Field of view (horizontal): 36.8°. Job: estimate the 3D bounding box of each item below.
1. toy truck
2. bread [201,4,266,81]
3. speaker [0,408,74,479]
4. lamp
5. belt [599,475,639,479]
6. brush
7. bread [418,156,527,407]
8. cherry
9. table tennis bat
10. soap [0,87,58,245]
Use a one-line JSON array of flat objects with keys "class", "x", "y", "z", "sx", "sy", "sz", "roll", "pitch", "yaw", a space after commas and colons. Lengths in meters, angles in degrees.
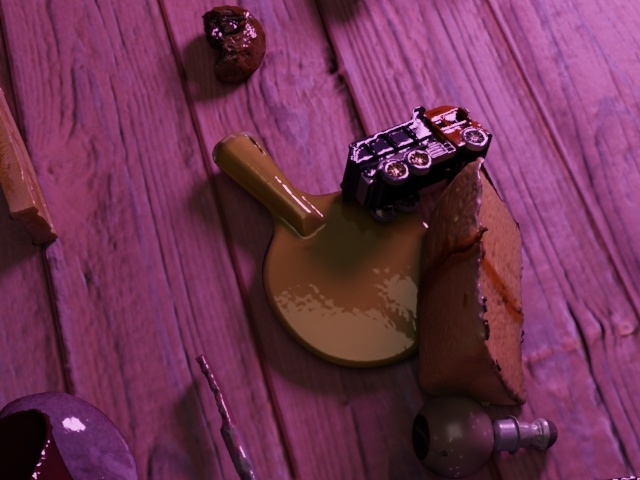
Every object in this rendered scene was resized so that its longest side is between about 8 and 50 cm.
[{"class": "toy truck", "x": 0.113, "y": -0.099, "z": 1.183, "sx": 0.192, "sy": 0.083, "sz": 0.092, "roll": -23, "pitch": 58, "yaw": -25}, {"class": "bread", "x": -0.116, "y": -0.274, "z": 1.309, "sx": 0.082, "sy": 0.060, "sz": 0.113, "roll": -17, "pitch": 63, "yaw": -4}, {"class": "speaker", "x": -0.246, "y": 0.356, "z": 0.886, "sx": 0.259, "sy": 0.198, "sz": 0.329, "roll": -41, "pitch": 114, "yaw": -12}, {"class": "lamp", "x": 0.185, "y": 0.213, "z": 1.059, "sx": 0.163, "sy": 0.091, "sz": 0.091, "roll": 0, "pitch": 63, "yaw": -15}, {"class": "belt", "x": 0.192, "y": 0.303, "z": 1.003, "sx": 0.359, "sy": 0.094, "sz": 0.126, "roll": -7, "pitch": 64, "yaw": -2}, {"class": "brush", "x": -0.078, "y": 0.253, "z": 1.047, "sx": 0.071, "sy": 0.084, "sz": 0.301, "roll": -21, "pitch": 60, "yaw": -7}, {"class": "bread", "x": 0.195, "y": 0.047, "z": 1.064, "sx": 0.135, "sy": 0.178, "sz": 0.240, "roll": 9, "pitch": 66, "yaw": -9}, {"class": "cherry", "x": -0.282, "y": 0.245, "z": 1.021, "sx": 0.176, "sy": 0.140, "sz": 0.176, "roll": 5, "pitch": 76, "yaw": -20}, {"class": "table tennis bat", "x": 0.000, "y": 0.000, "z": 1.181, "sx": 0.224, "sy": 0.054, "sz": 0.369, "roll": -41, "pitch": 73, "yaw": -19}, {"class": "soap", "x": -0.399, "y": -0.117, "z": 1.223, "sx": 0.037, "sy": 0.092, "sz": 0.252, "roll": -24, "pitch": 66, "yaw": -8}]
